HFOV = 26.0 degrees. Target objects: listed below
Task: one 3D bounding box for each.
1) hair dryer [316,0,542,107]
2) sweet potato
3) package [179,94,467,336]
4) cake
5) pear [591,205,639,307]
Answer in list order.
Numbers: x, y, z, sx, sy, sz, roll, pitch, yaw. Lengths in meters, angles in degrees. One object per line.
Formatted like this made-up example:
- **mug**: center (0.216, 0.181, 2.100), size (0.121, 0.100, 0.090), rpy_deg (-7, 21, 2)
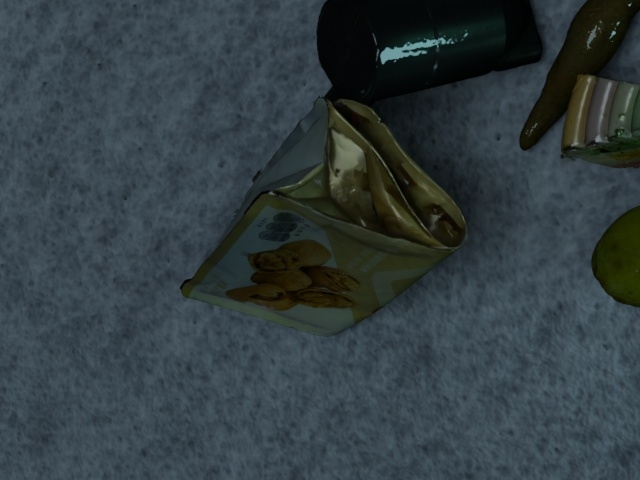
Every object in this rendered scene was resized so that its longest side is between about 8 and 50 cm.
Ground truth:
- **hair dryer**: center (0.087, -0.185, 1.533), size (0.302, 0.244, 0.116), rpy_deg (-40, 68, 57)
- **sweet potato**: center (0.277, -0.196, 1.469), size (0.059, 0.069, 0.249), rpy_deg (42, 112, 20)
- **package**: center (0.001, -0.031, 1.511), size (0.221, 0.311, 0.165), rpy_deg (16, 65, -15)
- **cake**: center (0.347, -0.130, 1.384), size (0.225, 0.109, 0.090), rpy_deg (-7, 74, 54)
- **pear**: center (0.347, 0.017, 1.449), size (0.131, 0.107, 0.107), rpy_deg (-42, 79, 35)
